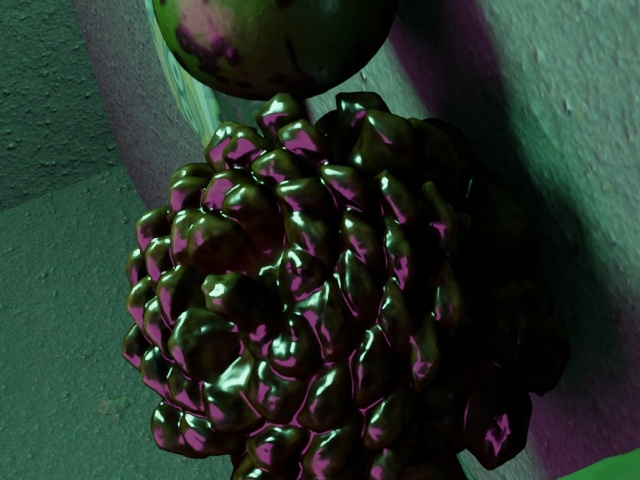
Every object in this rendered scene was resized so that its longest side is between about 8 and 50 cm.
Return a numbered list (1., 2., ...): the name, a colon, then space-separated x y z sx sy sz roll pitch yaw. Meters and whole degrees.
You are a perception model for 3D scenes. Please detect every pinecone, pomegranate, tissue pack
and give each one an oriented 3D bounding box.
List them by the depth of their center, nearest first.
1. pomegranate: -0.033 -0.257 1.030 0.242 0.242 0.306 61 156 23
2. pinecone: 0.036 0.071 1.071 0.397 0.398 0.397 60 165 27
3. tissue pack: -0.134 -0.226 1.680 0.311 0.128 0.228 -127 19 -50

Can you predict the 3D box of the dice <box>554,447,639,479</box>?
1. dice: 0.236 0.352 0.754 0.322 0.330 0.318 46 157 53
